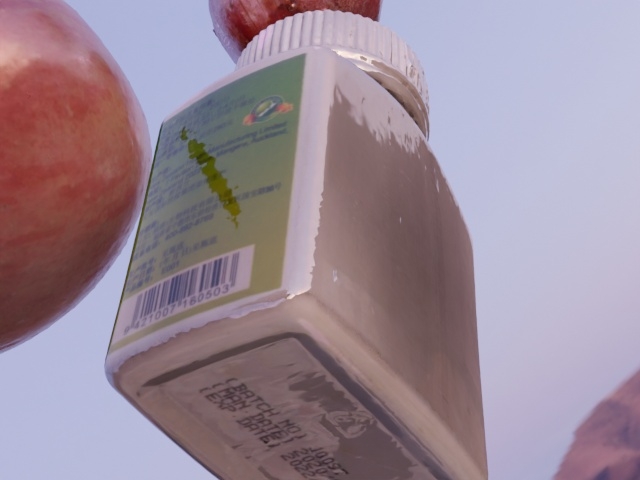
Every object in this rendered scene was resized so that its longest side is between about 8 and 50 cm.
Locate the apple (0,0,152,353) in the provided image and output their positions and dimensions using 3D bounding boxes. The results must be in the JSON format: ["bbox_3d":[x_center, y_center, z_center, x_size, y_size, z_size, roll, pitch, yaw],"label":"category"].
[{"bbox_3d":[-0.291,-0.059,0.862,0.269,0.344,0.344,-7,-40,-45],"label":"apple"}]

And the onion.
[{"bbox_3d":[-0.017,-0.188,0.940,0.160,0.194,0.159,-8,-28,-4],"label":"onion"}]

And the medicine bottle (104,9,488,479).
[{"bbox_3d":[0.000,0.000,0.423,0.088,0.188,0.132,-23,-50,25],"label":"medicine bottle"}]
